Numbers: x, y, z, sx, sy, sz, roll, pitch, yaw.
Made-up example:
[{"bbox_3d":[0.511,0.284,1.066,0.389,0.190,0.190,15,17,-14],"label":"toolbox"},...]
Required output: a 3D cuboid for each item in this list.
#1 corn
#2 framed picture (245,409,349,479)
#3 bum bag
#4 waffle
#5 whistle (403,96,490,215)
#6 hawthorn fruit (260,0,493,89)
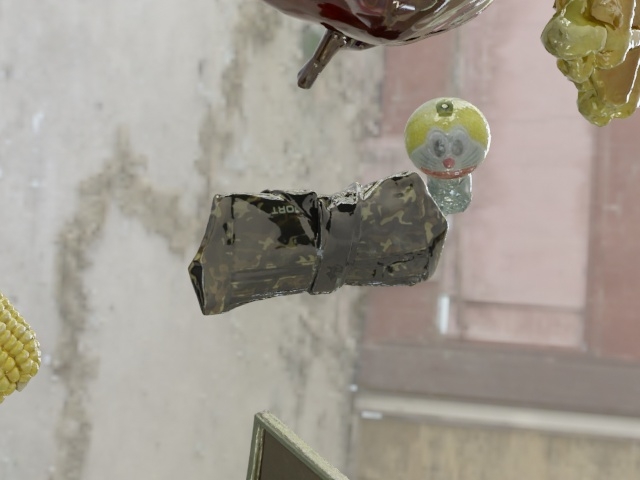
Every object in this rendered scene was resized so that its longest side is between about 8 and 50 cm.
[{"bbox_3d":[-0.337,0.038,1.232,0.244,0.093,0.093,52,38,-19],"label":"corn"},{"bbox_3d":[-0.017,0.387,1.702,0.020,0.240,0.324,-18,129,-38],"label":"framed picture"},{"bbox_3d":[0.000,-0.001,1.299,0.248,0.069,0.102,-9,110,-24],"label":"bum bag"},{"bbox_3d":[0.182,-0.224,0.850,0.281,0.058,0.300,41,58,-68],"label":"waffle"},{"bbox_3d":[0.178,-0.109,2.026,0.223,0.123,0.123,81,23,-47],"label":"whistle"},{"bbox_3d":[0.059,-0.299,1.123,0.325,0.308,0.308,66,33,-31],"label":"hawthorn fruit"}]
